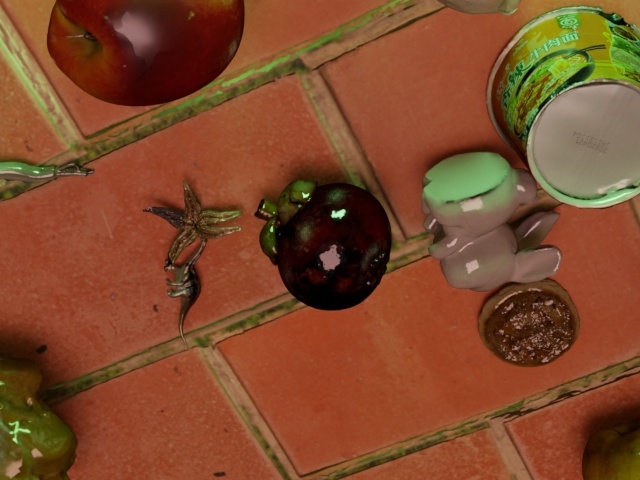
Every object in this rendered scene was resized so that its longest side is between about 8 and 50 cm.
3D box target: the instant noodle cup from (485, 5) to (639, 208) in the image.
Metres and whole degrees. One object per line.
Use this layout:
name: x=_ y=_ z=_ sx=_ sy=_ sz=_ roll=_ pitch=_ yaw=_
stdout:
instant noodle cup: x=0.332 y=-0.157 z=1.455 sx=0.230 sy=0.182 sz=0.230 roll=1 pitch=120 yaw=1

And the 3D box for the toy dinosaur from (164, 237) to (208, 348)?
toy dinosaur: x=-0.202 y=0.069 z=1.674 sx=0.058 sy=0.037 sz=0.180 roll=11 pitch=119 yaw=0

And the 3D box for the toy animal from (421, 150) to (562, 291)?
toy animal: x=0.227 y=-0.024 z=1.557 sx=0.179 sy=0.127 sz=0.193 roll=-21 pitch=123 yaw=14

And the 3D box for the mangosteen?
mangosteen: x=0.000 y=0.000 z=1.569 sx=0.200 sy=0.200 sz=0.199 roll=0 pitch=120 yaw=1

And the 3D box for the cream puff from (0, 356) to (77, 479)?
cream puff: x=-0.517 y=0.287 z=1.714 sx=0.323 sy=0.270 sz=0.274 roll=6 pitch=86 yaw=-3

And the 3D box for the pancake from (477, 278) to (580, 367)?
pancake: x=0.308 y=0.125 z=1.705 sx=0.158 sy=0.028 sz=0.158 roll=-1 pitch=121 yaw=-2

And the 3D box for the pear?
pear: x=0.496 y=0.360 z=1.748 sx=0.200 sy=0.200 sz=0.200 roll=0 pitch=120 yaw=1

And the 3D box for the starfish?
starfish: x=-0.188 y=-0.016 z=1.621 sx=0.133 sy=0.041 sz=0.130 roll=29 pitch=108 yaw=-8

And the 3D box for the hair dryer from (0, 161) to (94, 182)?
hair dryer: x=-0.434 y=-0.067 z=1.603 sx=0.199 sy=0.067 sz=0.167 roll=14 pitch=129 yaw=-24

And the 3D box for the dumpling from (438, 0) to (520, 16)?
dumpling: x=0.178 y=-0.345 z=1.393 sx=0.199 sy=0.118 sz=0.136 roll=9 pitch=108 yaw=-36

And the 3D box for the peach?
peach: x=-0.204 y=-0.264 z=1.382 sx=0.243 sy=0.243 sz=0.199 roll=-18 pitch=100 yaw=11
